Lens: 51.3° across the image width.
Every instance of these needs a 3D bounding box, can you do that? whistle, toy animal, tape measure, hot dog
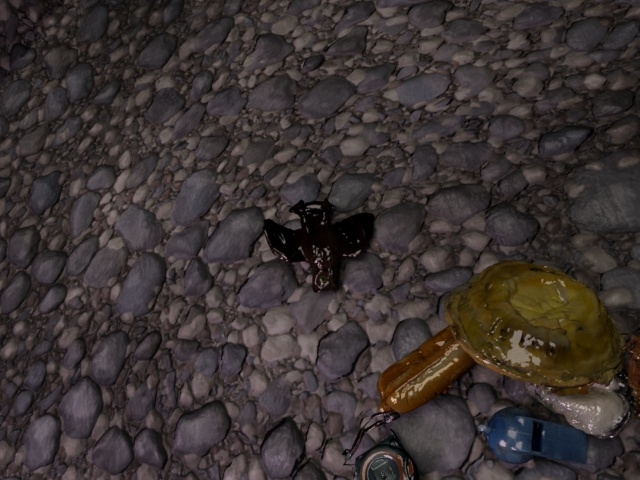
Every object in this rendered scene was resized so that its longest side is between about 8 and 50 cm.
[{"bbox_3d":[0.308,0.296,1.000,0.158,0.090,0.090,15,67,-12],"label":"whistle"},{"bbox_3d":[0.001,0.008,1.284,0.219,0.116,0.179,-6,89,-8],"label":"toy animal"},{"bbox_3d":[0.094,0.339,1.015,0.104,0.179,0.107,-26,55,-9],"label":"tape measure"},{"bbox_3d":[0.192,0.207,1.090,0.249,0.076,0.102,-36,17,-2],"label":"hot dog"}]

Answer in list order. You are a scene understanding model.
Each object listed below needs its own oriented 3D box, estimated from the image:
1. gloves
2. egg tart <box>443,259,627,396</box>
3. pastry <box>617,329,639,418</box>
[{"bbox_3d":[0.392,0.221,0.992,0.153,0.070,0.114,29,76,39],"label":"gloves"},{"bbox_3d":[0.320,0.111,0.992,0.279,0.094,0.278,2,29,-1],"label":"egg tart"},{"bbox_3d":[0.527,0.192,0.886,0.275,0.193,0.274,12,54,-17],"label":"pastry"}]
